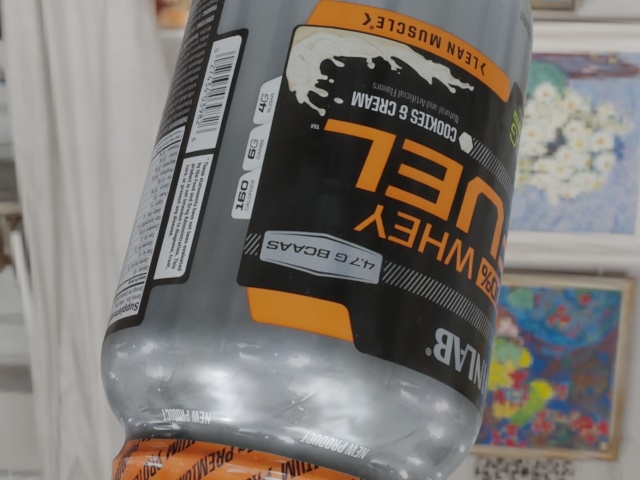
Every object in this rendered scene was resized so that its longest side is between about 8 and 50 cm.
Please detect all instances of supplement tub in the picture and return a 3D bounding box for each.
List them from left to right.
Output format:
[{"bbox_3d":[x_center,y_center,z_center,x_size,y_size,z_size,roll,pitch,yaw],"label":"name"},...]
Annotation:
[{"bbox_3d":[0.000,0.000,0.610,0.194,0.315,0.193,9,160,4],"label":"supplement tub"}]
